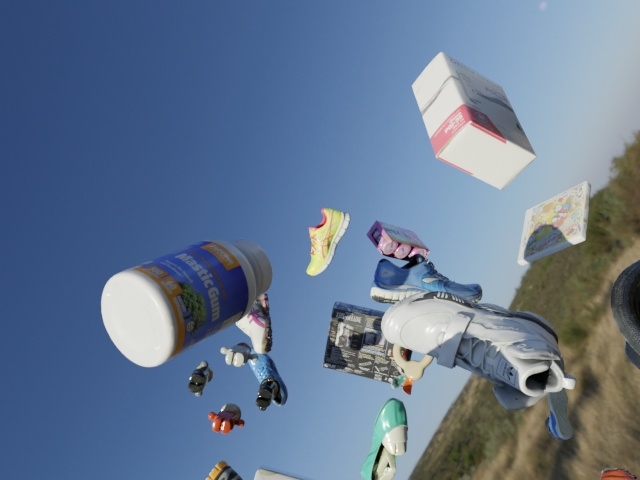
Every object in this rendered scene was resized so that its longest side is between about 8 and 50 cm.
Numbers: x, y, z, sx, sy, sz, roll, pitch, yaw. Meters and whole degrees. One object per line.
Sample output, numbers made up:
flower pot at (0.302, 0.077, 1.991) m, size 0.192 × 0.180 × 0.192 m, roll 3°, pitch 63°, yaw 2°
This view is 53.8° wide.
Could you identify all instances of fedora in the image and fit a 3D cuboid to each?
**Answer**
fedora at (0.734, 0.179, 1.272) m, size 0.334 × 0.334 × 0.152 m, roll -47°, pitch -26°, yaw -32°

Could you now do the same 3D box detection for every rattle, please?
rattle at (0.278, 0.378, 1.896) m, size 0.142 × 0.130 × 0.199 m, roll 86°, pitch -169°, yaw -66°

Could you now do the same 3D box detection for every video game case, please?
video game case at (0.674, -0.048, 1.824) m, size 0.227 × 0.026 × 0.206 m, roll -33°, pitch 29°, yaw 52°

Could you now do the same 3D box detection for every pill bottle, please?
pill bottle at (-0.202, 0.084, 1.030) m, size 0.272 × 0.152 × 0.152 m, roll -27°, pitch -39°, yaw -53°

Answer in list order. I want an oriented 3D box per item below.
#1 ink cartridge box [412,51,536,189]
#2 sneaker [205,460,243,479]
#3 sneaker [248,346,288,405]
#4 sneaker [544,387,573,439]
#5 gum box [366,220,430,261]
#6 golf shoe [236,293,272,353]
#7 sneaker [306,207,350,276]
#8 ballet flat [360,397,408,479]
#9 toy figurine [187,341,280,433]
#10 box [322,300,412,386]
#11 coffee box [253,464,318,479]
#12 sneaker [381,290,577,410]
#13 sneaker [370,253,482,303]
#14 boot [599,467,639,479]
ink cartridge box at (0.343, -0.279, 1.445) m, size 0.117 × 0.207 × 0.282 m, roll -49°, pitch 33°, yaw 36°
sneaker at (-0.259, 0.627, 1.473) m, size 0.214 × 0.083 × 0.084 m, roll -57°, pitch -14°, yaw -24°
sneaker at (-0.169, 0.436, 2.017) m, size 0.069 × 0.209 × 0.082 m, roll -31°, pitch 5°, yaw 4°
sneaker at (0.654, 0.478, 1.754) m, size 0.084 × 0.058 × 0.152 m, roll 101°, pitch 164°, yaw -66°
gum box at (0.244, 0.007, 2.004) m, size 0.189 × 0.107 × 0.062 m, roll 14°, pitch -61°, yaw -38°
golf shoe at (-0.146, 0.180, 1.353) m, size 0.186 × 0.086 × 0.067 m, roll -109°, pitch 14°, yaw -58°
sneaker at (0.000, 0.000, 1.782) m, size 0.208 × 0.094 × 0.081 m, roll -65°, pitch 18°, yaw -1°
ballet flat at (0.158, 0.476, 1.440) m, size 0.083 × 0.087 × 0.247 m, roll -1°, pitch -60°, yaw -29°
toy figurine at (-0.237, 0.397, 1.730) m, size 0.213 × 0.209 × 0.148 m, roll -36°, pitch -2°, yaw 4°
box at (0.176, 0.369, 2.256) m, size 0.076 × 0.308 × 0.242 m, roll -50°, pitch -30°, yaw -71°
coffee box at (-0.027, 0.410, 0.921) m, size 0.297 × 0.168 × 0.118 m, roll 102°, pitch -176°, yaw -70°
sneaker at (0.306, 0.208, 1.222) m, size 0.210 × 0.366 × 0.137 m, roll -91°, pitch 11°, yaw -71°
sneaker at (0.303, 0.110, 1.748) m, size 0.130 × 0.330 × 0.147 m, roll 158°, pitch 118°, yaw -69°
boot at (0.776, 0.602, 1.577) m, size 0.059 × 0.158 × 0.084 m, roll 58°, pitch -140°, yaw -17°
